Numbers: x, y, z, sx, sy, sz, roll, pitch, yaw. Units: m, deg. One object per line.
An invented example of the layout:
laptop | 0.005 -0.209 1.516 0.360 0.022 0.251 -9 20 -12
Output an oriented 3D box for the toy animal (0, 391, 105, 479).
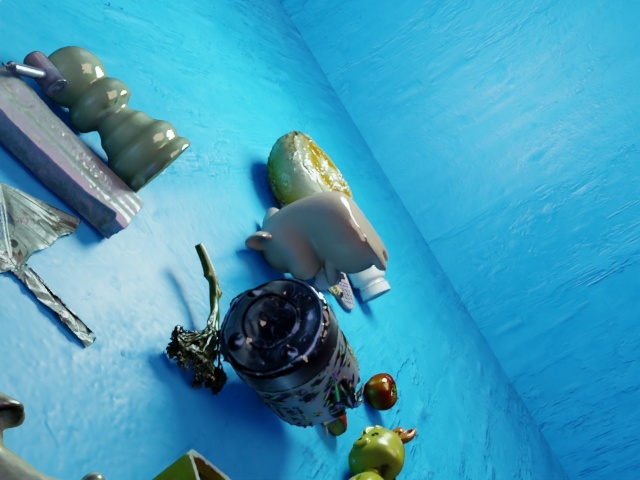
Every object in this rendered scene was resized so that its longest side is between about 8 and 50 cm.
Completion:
toy animal | -0.286 0.238 0.514 0.169 0.121 0.233 24 45 -32

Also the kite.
kite | -0.389 0.015 0.757 0.314 0.011 0.335 54 20 -13

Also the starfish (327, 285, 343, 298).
starfish | -0.020 0.063 1.534 0.238 0.071 0.216 42 18 -23

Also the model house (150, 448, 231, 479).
model house | -0.085 0.362 0.563 0.323 0.300 0.340 51 11 11

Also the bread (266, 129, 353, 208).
bread | -0.035 -0.150 1.678 0.305 0.159 0.305 48 24 -30

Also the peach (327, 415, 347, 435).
peach | 0.024 0.344 1.225 0.077 0.050 0.083 22 44 -59

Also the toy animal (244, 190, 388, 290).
toy animal | -0.003 0.003 1.385 0.195 0.256 0.213 -74 140 -71

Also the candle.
candle | -0.030 0.218 1.056 0.330 0.187 0.187 64 9 -46

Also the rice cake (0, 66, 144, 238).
rice cake | -0.388 -0.126 0.917 0.298 0.050 0.106 49 21 -24

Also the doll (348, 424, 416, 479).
doll | 0.112 0.433 1.181 0.135 0.143 0.221 54 26 -7

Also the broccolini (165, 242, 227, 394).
broccolini | -0.204 0.108 0.996 0.123 0.062 0.271 58 17 -53

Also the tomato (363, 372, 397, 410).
tomato | 0.141 0.358 1.460 0.087 0.075 0.087 47 34 -47

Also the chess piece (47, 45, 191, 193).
chess piece | -0.351 -0.210 1.027 0.251 0.144 0.144 49 20 -13

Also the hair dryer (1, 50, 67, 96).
hair dryer | -0.428 -0.251 0.904 0.063 0.037 0.114 50 13 3

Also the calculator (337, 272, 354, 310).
calculator | 0.050 0.115 1.688 0.103 0.024 0.166 24 40 -58

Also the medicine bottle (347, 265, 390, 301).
medicine bottle | 0.124 0.079 1.803 0.186 0.103 0.103 63 19 15
